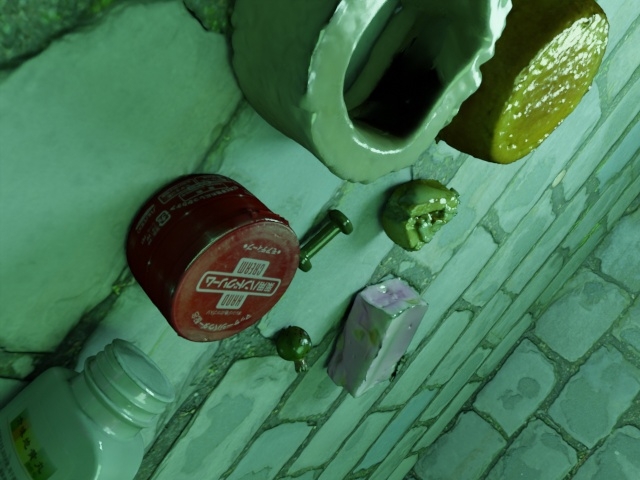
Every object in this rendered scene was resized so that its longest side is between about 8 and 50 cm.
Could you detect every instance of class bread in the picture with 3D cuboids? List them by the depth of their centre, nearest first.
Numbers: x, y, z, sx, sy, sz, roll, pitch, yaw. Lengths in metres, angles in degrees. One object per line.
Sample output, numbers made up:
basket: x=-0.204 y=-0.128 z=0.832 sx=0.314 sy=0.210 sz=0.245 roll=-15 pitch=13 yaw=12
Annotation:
bread: x=0.313 y=-0.274 z=0.810 sx=0.312 sy=0.172 sz=0.312 roll=-30 pitch=145 yaw=-24
bread: x=0.181 y=-0.067 z=0.945 sx=0.156 sy=0.103 sz=0.110 roll=-52 pitch=135 yaw=-4

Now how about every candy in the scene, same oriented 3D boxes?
candy: x=0.127 y=0.223 z=1.148 sx=0.156 sy=0.116 sz=0.264 roll=-12 pitch=133 yaw=-41

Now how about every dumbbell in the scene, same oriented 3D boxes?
dumbbell: x=0.000 y=0.000 z=0.843 sx=0.118 sy=0.046 sz=0.052 roll=-42 pitch=141 yaw=-10

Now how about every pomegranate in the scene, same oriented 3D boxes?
pomegranate: x=-0.045 y=0.205 z=0.961 sx=0.073 sy=0.084 sz=0.073 roll=-34 pitch=155 yaw=-19

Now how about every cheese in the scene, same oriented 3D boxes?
cheese: x=0.070 y=-0.245 z=0.583 sx=0.332 sy=0.153 sz=0.292 roll=-52 pitch=147 yaw=8

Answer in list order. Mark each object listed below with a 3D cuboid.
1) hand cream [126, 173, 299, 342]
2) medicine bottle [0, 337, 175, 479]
hand cream: x=-0.135 y=0.021 z=0.639 sx=0.193 sy=0.125 sz=0.193 roll=-29 pitch=141 yaw=-26
medicine bottle: x=-0.335 y=0.271 z=0.612 sx=0.324 sy=0.179 sz=0.124 roll=-46 pitch=146 yaw=-6
